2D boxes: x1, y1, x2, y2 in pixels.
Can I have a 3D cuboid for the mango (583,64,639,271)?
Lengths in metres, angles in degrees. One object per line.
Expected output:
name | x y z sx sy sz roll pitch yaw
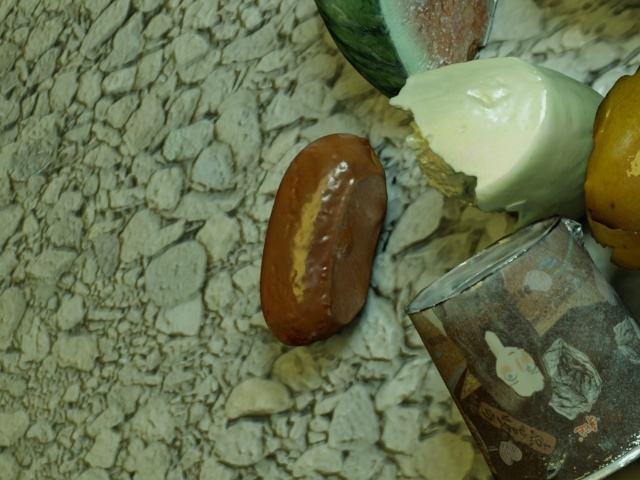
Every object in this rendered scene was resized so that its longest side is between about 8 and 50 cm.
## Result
mango | 0.361 -0.093 1.141 0.287 0.152 0.201 -47 56 24

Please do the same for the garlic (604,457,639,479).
garlic | 0.263 0.285 1.178 0.318 0.112 0.143 -15 84 16

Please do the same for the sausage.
sausage | -0.002 -0.001 1.459 0.133 0.133 0.258 16 95 41

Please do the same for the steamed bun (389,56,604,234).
steamed bun | 0.178 -0.086 1.249 0.200 0.225 0.170 -4 81 36

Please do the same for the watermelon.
watermelon | 0.094 -0.287 1.388 0.201 0.262 0.213 -44 49 -6

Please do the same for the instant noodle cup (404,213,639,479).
instant noodle cup | 0.204 0.105 1.162 0.217 0.217 0.207 -32 93 33
